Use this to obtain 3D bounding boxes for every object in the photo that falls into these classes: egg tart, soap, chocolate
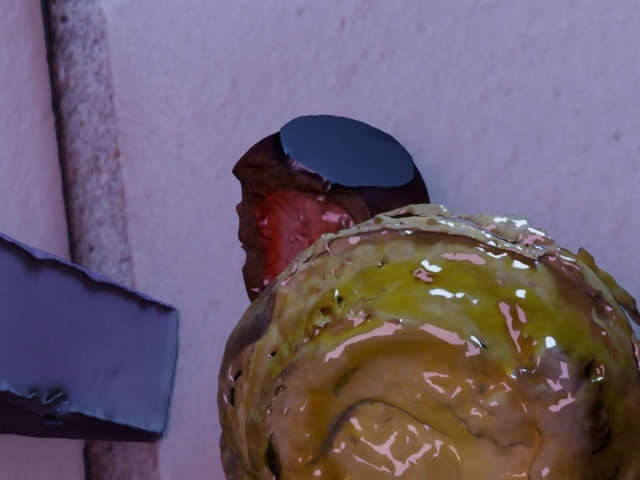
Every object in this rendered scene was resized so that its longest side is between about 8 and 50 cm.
[{"bbox_3d":[0.060,0.118,0.897,0.278,0.095,0.279,4,103,16],"label":"egg tart"},{"bbox_3d":[-0.283,0.060,1.013,0.285,0.296,0.107,-1,74,24],"label":"soap"},{"bbox_3d":[0.000,0.000,0.987,0.133,0.127,0.124,-62,29,33],"label":"chocolate"}]
